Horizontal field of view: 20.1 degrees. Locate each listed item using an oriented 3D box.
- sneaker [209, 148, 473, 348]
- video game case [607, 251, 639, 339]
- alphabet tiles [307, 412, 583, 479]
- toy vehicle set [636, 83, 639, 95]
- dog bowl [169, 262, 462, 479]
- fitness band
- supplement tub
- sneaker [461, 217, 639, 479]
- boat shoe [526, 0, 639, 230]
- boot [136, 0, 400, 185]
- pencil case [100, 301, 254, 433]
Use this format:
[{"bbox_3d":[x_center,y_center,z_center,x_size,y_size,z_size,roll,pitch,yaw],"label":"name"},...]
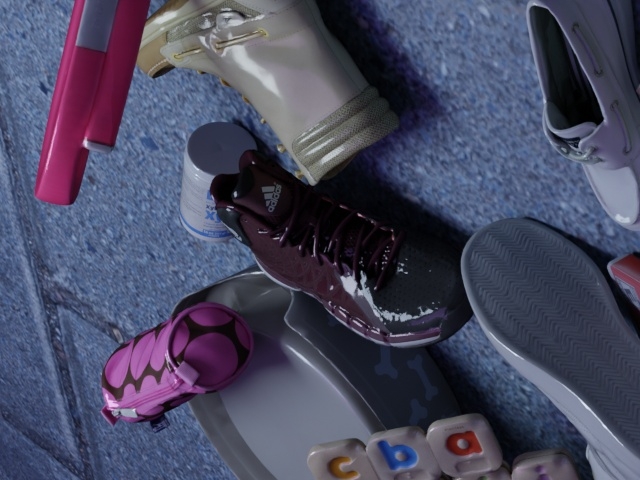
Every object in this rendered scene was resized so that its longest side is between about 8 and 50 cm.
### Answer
[{"bbox_3d":[0.000,0.000,1.555,0.281,0.106,0.162,16,162,46],"label":"sneaker"},{"bbox_3d":[0.308,0.131,1.292,0.204,0.025,0.285,63,173,-19],"label":"video game case"},{"bbox_3d":[0.110,0.264,1.657,0.284,0.021,0.278,-13,129,18],"label":"alphabet tiles"},{"bbox_3d":[0.311,-0.122,1.110,0.166,0.035,0.267,44,150,13],"label":"toy vehicle set"},{"bbox_3d":[0.004,0.166,1.794,0.349,0.102,0.349,35,147,26],"label":"dog bowl"},{"bbox_3d":[-0.190,-0.171,1.554,0.054,0.291,0.209,14,-170,-12],"label":"fitness band"},{"bbox_3d":[-0.098,-0.055,1.720,0.071,0.071,0.107,40,150,19],"label":"supplement tub"},{"bbox_3d":[0.211,0.123,1.420,0.292,0.108,0.169,54,168,40],"label":"sneaker"},{"bbox_3d":[0.188,-0.092,1.274,0.083,0.076,0.226,13,133,48],"label":"boat shoe"},{"bbox_3d":[-0.052,-0.135,1.549,0.203,0.095,0.262,54,148,-8],"label":"boot"},{"bbox_3d":[-0.144,0.125,1.751,0.095,0.098,0.209,53,150,-2],"label":"pencil case"}]
